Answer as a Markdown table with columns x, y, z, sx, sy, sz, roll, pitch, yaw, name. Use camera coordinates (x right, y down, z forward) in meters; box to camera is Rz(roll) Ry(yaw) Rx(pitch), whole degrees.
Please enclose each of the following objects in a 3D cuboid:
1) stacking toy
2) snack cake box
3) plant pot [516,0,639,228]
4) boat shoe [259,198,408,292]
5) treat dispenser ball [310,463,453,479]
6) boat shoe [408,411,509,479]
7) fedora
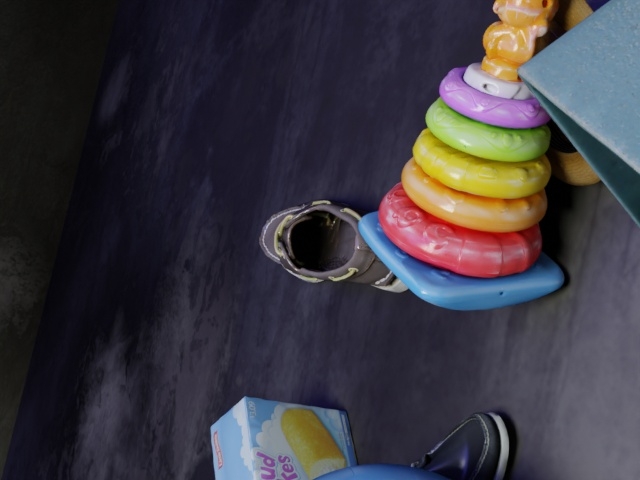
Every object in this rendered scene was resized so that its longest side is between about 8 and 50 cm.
| x | y | z | sx | sy | sz | roll | pitch | yaw | name |
| --- | --- | --- | --- | --- | --- | --- | --- | --- | --- |
| 0.154 | -0.101 | 0.823 | 0.166 | 0.175 | 0.302 | -128 | 40 | -50 | stacking toy |
| -0.029 | 0.322 | 1.017 | 0.089 | 0.152 | 0.264 | -45 | 43 | 37 | snack cake box |
| 0.334 | -0.074 | 0.567 | 0.252 | 0.247 | 0.248 | -43 | 40 | 10 | plant pot |
| 0.000 | 0.000 | 1.158 | 0.324 | 0.096 | 0.117 | 13 | 88 | 57 | boat shoe |
| 0.055 | 0.338 | 0.758 | 0.288 | 0.288 | 0.288 | -28 | 54 | 48 | treat dispenser ball |
| 0.106 | 0.263 | 0.908 | 0.233 | 0.079 | 0.084 | -55 | 36 | 25 | boat shoe |
| 0.248 | -0.150 | 0.835 | 0.194 | 0.079 | 0.194 | 166 | 90 | -73 | fedora |
